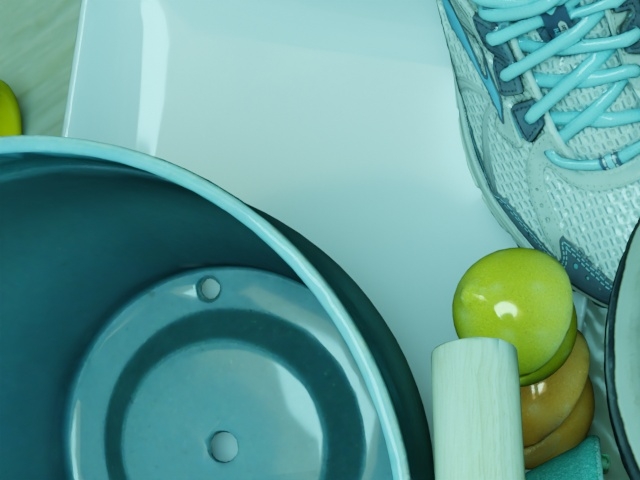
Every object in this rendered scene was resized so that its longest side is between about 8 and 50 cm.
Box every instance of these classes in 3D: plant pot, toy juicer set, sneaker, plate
[{"bbox_3d":[-0.074,0.099,0.720,0.272,0.255,0.271,0,90,13],"label":"plant pot"},{"bbox_3d":[0.098,0.105,0.654,0.090,0.329,0.209,-4,88,9],"label":"toy juicer set"},{"bbox_3d":[0.091,-0.098,0.750,0.110,0.122,0.283,-23,85,10],"label":"sneaker"},{"bbox_3d":[0.000,0.000,0.856,0.278,0.045,0.277,10,93,13],"label":"plate"}]

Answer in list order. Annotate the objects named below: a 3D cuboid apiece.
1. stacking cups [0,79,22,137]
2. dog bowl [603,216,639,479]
[{"bbox_3d":[-0.318,-0.072,0.915,0.316,0.096,0.096,14,93,17],"label":"stacking cups"},{"bbox_3d":[0.319,0.060,0.629,0.408,0.408,0.150,-15,127,13],"label":"dog bowl"}]
